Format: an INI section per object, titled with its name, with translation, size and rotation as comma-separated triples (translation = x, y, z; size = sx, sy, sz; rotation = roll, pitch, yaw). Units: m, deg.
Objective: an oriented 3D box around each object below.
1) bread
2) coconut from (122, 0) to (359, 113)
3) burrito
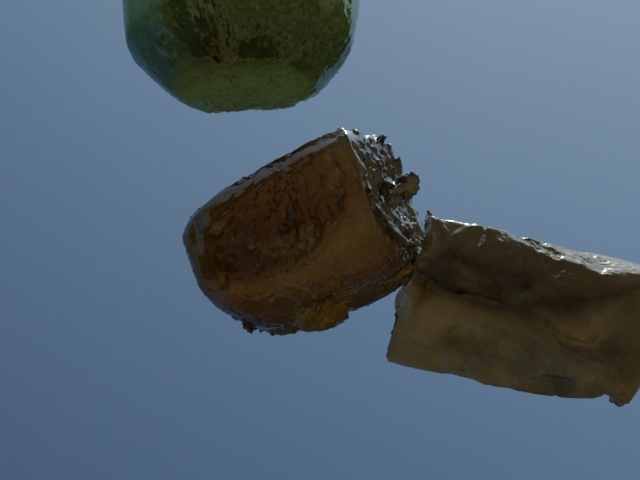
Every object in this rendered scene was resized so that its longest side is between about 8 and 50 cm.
[bread]
translation = 0.000, 0.000, 1.269
size = 0.246, 0.195, 0.176
rotation = -26, -95, 16
[coconut]
translation = -0.103, -0.329, 1.548
size = 0.281, 0.328, 0.329
rotation = 33, -123, -54
[burrito]
translation = 0.256, 0.081, 1.468
size = 0.331, 0.135, 0.190
rotation = 11, -107, 3
